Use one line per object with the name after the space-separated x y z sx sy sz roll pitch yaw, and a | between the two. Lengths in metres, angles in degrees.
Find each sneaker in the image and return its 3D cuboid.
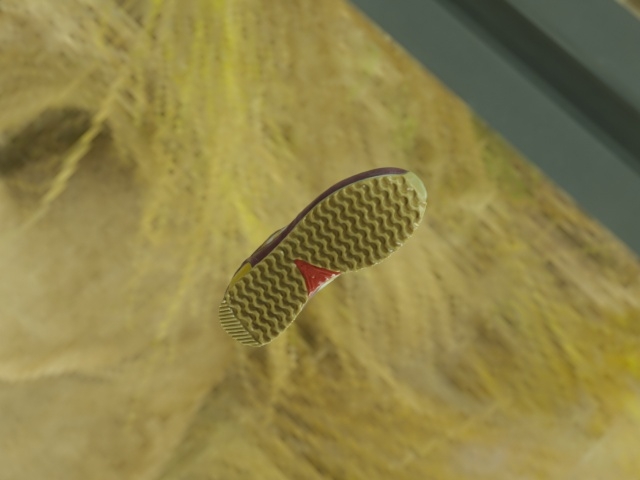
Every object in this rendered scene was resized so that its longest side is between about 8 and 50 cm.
0.000 0.000 1.422 0.185 0.069 0.084 -36 -166 15 | sneaker
